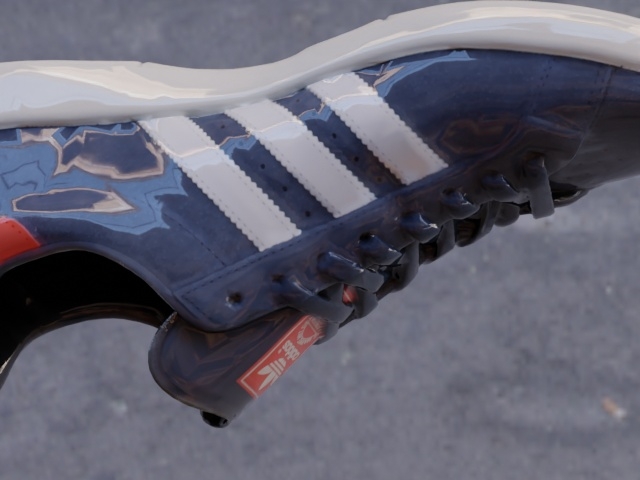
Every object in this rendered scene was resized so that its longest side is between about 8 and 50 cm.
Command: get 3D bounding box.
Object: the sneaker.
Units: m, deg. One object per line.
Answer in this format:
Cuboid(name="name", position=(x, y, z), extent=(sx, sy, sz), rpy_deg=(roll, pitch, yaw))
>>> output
Cuboid(name="sneaker", position=(0.000, 0.000, 0.741), extent=(0.350, 0.131, 0.148), rpy_deg=(-7, 67, 12))
